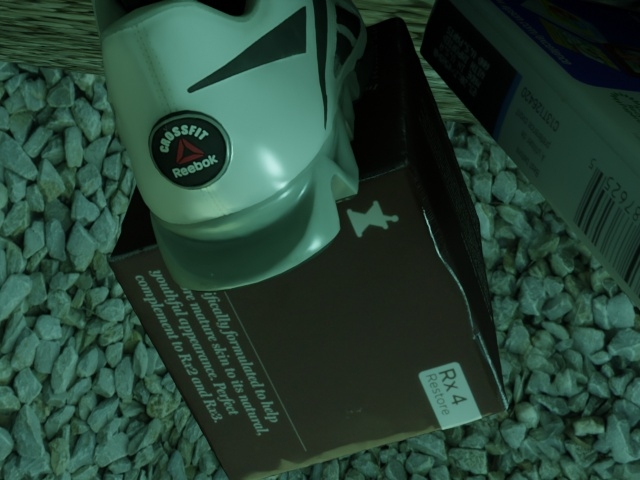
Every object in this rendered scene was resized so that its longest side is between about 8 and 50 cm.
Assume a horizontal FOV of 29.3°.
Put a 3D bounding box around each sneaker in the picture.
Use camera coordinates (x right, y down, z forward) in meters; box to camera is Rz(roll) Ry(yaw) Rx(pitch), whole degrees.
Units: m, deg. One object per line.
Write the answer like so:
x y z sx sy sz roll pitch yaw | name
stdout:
-0.047 -0.118 0.627 0.123 0.146 0.330 -21 -155 7 | sneaker

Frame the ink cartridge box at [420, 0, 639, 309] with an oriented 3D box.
0.251 -0.045 0.692 0.307 0.072 0.303 6 -149 -26 | ink cartridge box

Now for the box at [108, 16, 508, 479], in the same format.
0.000 0.000 0.721 0.167 0.168 0.203 -17 -152 13 | box
